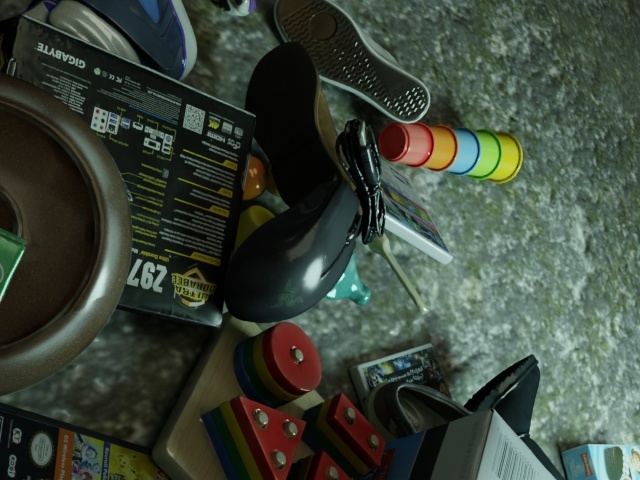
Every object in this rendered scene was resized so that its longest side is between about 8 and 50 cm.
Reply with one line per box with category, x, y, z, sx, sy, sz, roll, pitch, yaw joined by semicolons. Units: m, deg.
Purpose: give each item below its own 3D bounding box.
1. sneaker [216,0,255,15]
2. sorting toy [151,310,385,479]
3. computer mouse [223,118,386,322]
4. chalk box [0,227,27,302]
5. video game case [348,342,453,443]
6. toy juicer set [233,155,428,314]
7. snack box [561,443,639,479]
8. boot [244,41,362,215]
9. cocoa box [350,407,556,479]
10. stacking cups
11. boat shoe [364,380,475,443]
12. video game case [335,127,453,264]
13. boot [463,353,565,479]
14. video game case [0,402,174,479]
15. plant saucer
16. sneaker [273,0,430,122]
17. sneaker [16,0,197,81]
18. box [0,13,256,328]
sneaker;-0.141;-0.406;1.523;0.071;0.068;0.170;-17;91;-68
sorting toy;-0.036;0.227;1.188;0.255;0.089;0.257;50;31;-18
computer mouse;0.000;0.000;1.214;0.272;0.072;0.188;-43;141;-30
chalk box;-0.354;0.036;0.781;0.179;0.180;0.289;29;72;-29
video game case;0.129;0.242;1.466;0.190;0.022;0.173;-8;75;-51
toy juicer set;-0.015;-0.006;1.407;0.329;0.089;0.209;23;34;-37
snack box;0.509;0.502;1.729;0.187;0.060;0.322;12;59;-47
boot;-0.020;-0.136;1.396;0.115;0.112;0.305;40;28;-49
cocoa box;0.193;0.419;1.256;0.347;0.228;0.231;48;40;-19
stacking cups;0.217;-0.159;1.771;0.316;0.096;0.096;5;64;-46
boat shoe;0.189;0.277;1.360;0.285;0.092;0.103;37;70;-2
video game case;0.103;-0.066;1.562;0.201;0.023;0.183;30;26;-43
boot;0.295;0.303;1.504;0.207;0.094;0.246;52;44;3
video game case;-0.246;0.303;0.963;0.248;0.035;0.275;28;48;-38
plant saucer;-0.317;-0.011;0.940;0.311;0.050;0.310;3;82;-24
sneaker;0.038;-0.289;1.649;0.290;0.106;0.123;38;7;-18
sneaker;-0.284;-0.306;1.213;0.236;0.130;0.323;-34;101;-58
box;-0.224;-0.060;1.112;0.322;0.079;0.257;18;78;-43
